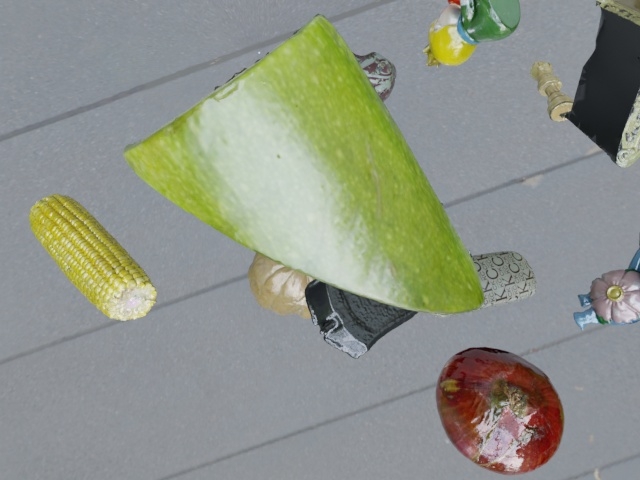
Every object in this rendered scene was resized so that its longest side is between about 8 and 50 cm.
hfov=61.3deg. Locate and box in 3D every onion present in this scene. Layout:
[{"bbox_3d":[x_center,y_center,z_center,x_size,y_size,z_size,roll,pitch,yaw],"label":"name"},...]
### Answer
[{"bbox_3d":[0.341,0.309,1.016,0.247,0.248,0.161,18,129,-12],"label":"onion"}]

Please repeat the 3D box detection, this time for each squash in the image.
[{"bbox_3d":[0.000,0.000,0.385,0.169,0.093,0.252,-28,111,16],"label":"squash"}]

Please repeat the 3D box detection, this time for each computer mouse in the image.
[{"bbox_3d":[0.078,0.098,0.927,0.147,0.264,0.088,57,140,8],"label":"computer mouse"}]

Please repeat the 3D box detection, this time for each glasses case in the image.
[{"bbox_3d":[0.401,0.106,1.368,0.354,0.137,0.085,-7,156,-27],"label":"glasses case"}]

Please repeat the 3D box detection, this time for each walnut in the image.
[{"bbox_3d":[-0.077,0.104,1.672,0.296,0.285,0.286,-11,110,-17],"label":"walnut"}]

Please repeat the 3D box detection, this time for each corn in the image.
[{"bbox_3d":[-0.321,0.018,0.744,0.081,0.248,0.081,-35,146,-28],"label":"corn"}]

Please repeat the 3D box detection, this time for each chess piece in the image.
[{"bbox_3d":[0.511,-0.342,1.200,0.060,0.172,0.060,-4,145,-3],"label":"chess piece"}]

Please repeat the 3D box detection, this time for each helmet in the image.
[{"bbox_3d":[0.106,-0.391,1.375,0.176,0.108,0.153,6,147,-4],"label":"helmet"}]

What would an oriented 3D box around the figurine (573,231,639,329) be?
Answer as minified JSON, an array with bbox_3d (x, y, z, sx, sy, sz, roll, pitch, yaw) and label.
[{"bbox_3d":[0.428,0.075,0.692,0.178,0.114,0.144,-25,122,38],"label":"figurine"}]

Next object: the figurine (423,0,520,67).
[{"bbox_3d":[0.295,-0.475,1.137,0.127,0.234,0.185,-32,103,-18],"label":"figurine"}]

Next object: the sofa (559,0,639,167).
[{"bbox_3d":[0.536,-0.267,0.870,0.181,0.200,0.259,-6,128,-6],"label":"sofa"}]
